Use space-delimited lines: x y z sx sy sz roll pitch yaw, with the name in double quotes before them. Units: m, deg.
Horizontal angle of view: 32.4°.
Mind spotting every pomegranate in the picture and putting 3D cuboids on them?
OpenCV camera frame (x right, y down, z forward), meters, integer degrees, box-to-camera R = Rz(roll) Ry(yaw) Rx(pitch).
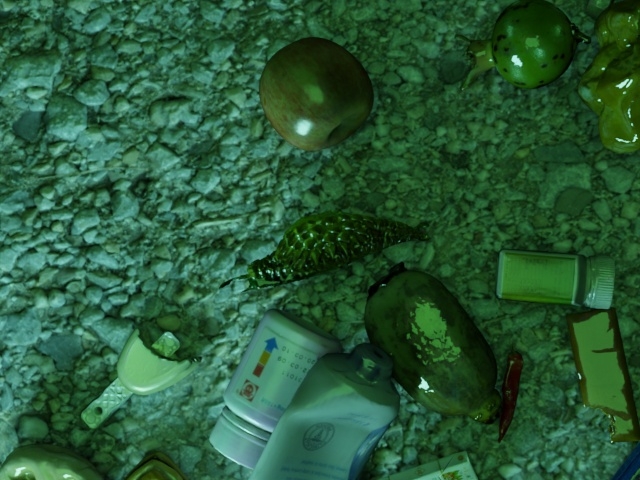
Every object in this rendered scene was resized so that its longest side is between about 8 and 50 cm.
"pomegranate" 0.333 -0.317 1.858 0.220 0.156 0.156 -29 82 43

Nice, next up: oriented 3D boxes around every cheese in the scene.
"cheese" -0.479 0.463 1.950 0.235 0.117 0.218 -19 84 8
"cheese" -0.335 0.250 1.971 0.235 0.050 0.127 -45 85 5

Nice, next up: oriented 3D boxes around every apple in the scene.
"apple" -0.010 -0.252 1.877 0.188 0.188 0.174 -38 78 5

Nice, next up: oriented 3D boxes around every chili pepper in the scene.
"chili pepper" 0.323 0.263 1.880 0.027 0.045 0.178 11 95 17

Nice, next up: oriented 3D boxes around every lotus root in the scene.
"lotus root" 0.197 0.181 1.847 0.173 0.173 0.309 -39 85 5

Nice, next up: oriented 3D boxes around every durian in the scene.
"durian" 0.002 0.007 1.896 0.375 0.132 0.107 -14 98 2

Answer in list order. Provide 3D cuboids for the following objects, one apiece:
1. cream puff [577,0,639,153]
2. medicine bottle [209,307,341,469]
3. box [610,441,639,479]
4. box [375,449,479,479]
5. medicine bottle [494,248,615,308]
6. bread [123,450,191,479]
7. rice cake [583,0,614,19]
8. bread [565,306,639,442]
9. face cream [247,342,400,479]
"cream puff" 0.571 -0.298 1.758 0.323 0.270 0.274 -19 80 6
"medicine bottle" -0.079 0.256 1.883 0.152 0.152 0.255 26 92 8
"box" 0.620 0.444 1.789 0.279 0.116 0.261 37 92 6
"box" 0.157 0.424 1.863 0.220 0.122 0.032 -20 49 7
"medicine bottle" 0.388 0.063 1.833 0.188 0.132 0.088 5 87 8
"bread" -0.261 0.474 1.932 0.200 0.077 0.116 44 94 1
"rice cake" 0.504 -0.477 1.889 0.047 0.036 0.207 19 91 21
"bread" 0.476 0.228 1.856 0.088 0.049 0.226 -10 87 7
"face cream" -0.011 0.355 1.823 0.137 0.234 0.420 43 108 47
